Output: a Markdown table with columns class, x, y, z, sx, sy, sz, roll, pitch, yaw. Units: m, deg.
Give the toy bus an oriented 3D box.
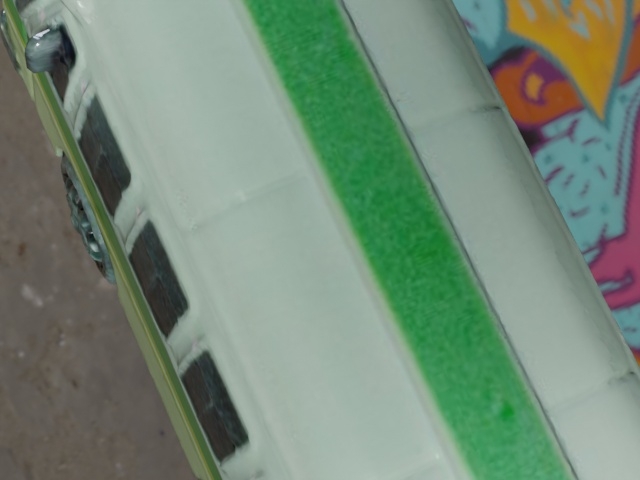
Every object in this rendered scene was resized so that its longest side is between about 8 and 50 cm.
| class | x | y | z | sx | sy | sz | roll | pitch | yaw |
| --- | --- | --- | --- | --- | --- | --- | --- | --- | --- |
| toy bus | 0.000 | 0.000 | 0.411 | 0.276 | 0.134 | 0.165 | 64 | -16 | 10 |
